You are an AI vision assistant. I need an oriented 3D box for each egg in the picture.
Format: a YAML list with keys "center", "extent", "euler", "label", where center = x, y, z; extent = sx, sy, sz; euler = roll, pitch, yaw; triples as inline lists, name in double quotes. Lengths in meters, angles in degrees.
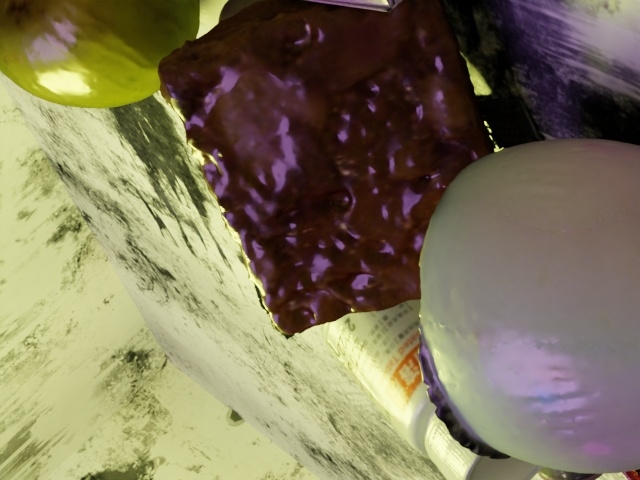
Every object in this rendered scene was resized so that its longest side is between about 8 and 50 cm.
- center: [0.324, 0.066, 1.371]
  extent: [0.339, 0.354, 0.354]
  euler: [-2, 131, 43]
  label: "egg"

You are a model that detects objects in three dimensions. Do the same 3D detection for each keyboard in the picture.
- center: [0.190, -0.148, 1.685]
  extent: [0.231, 0.023, 0.072]
  euler: [13, 140, 58]
  label: "keyboard"

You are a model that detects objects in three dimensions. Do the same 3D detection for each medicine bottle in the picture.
- center: [0.181, 0.203, 2.028]
  extent: [0.371, 0.211, 0.211]
  euler: [47, 165, 37]
  label: "medicine bottle"

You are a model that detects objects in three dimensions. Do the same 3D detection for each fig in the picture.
- center: [-0.327, -0.341, 1.979]
  extent: [0.343, 0.343, 0.343]
  euler: [41, 160, 18]
  label: "fig"

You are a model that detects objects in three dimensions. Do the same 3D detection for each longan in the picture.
- center: [-0.091, -0.295, 1.885]
  extent: [0.113, 0.092, 0.113]
  euler: [20, 132, 24]
  label: "longan"

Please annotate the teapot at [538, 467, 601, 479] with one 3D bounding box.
- center: [0.381, 0.287, 2.064]
  extent: [0.116, 0.148, 0.146]
  euler: [-5, 121, 20]
  label: "teapot"

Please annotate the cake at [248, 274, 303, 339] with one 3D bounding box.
- center: [-0.003, 0.004, 2.024]
  extent: [0.158, 0.283, 0.172]
  euler: [58, 166, -26]
  label: "cake"

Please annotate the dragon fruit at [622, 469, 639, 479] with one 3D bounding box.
- center: [0.446, 0.266, 1.838]
  extent: [0.274, 0.126, 0.161]
  euler: [53, 175, 26]
  label: "dragon fruit"

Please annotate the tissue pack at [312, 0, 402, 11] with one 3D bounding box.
- center: [0.038, -0.334, 1.449]
  extent: [0.246, 0.148, 0.092]
  euler: [22, 150, 55]
  label: "tissue pack"

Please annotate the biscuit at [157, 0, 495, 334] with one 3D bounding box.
- center: [0.035, -0.107, 1.594]
  extent: [0.166, 0.342, 0.395]
  euler: [-82, -26, -60]
  label: "biscuit"
